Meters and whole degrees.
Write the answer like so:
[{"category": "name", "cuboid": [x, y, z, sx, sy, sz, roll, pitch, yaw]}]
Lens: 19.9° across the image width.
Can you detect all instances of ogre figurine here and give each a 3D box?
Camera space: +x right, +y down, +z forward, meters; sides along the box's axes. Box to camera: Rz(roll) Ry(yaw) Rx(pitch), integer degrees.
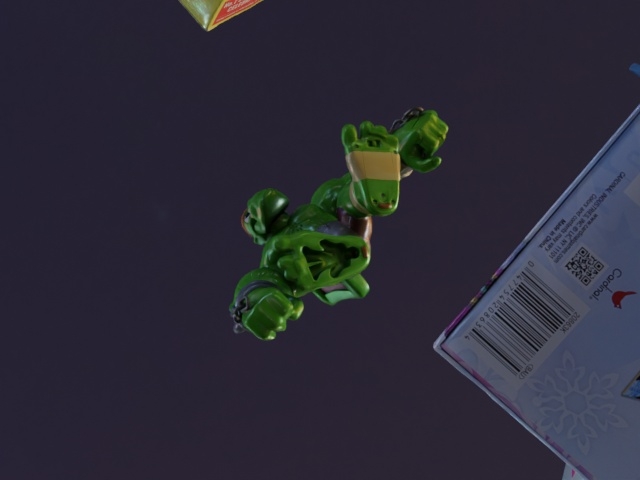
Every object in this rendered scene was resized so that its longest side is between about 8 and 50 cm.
[{"category": "ogre figurine", "cuboid": [0.000, 0.000, 1.202, 0.097, 0.197, 0.118, 26, -26, -14]}]

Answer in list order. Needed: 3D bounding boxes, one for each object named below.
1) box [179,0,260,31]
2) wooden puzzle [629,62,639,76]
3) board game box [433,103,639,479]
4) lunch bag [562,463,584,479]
[{"category": "box", "cuboid": [-0.027, -0.236, 1.195, 0.058, 0.087, 0.232, 50, -37, 7]}, {"category": "wooden puzzle", "cuboid": [0.261, -0.078, 1.211, 0.116, 0.078, 0.014, 42, -97, -22]}, {"category": "board game box", "cuboid": [0.261, 0.033, 0.733, 0.318, 0.066, 0.319, 42, -61, 7]}, {"category": "lunch bag", "cuboid": [0.247, 0.179, 1.275, 0.160, 0.262, 0.223, 14, -89, 14]}]
